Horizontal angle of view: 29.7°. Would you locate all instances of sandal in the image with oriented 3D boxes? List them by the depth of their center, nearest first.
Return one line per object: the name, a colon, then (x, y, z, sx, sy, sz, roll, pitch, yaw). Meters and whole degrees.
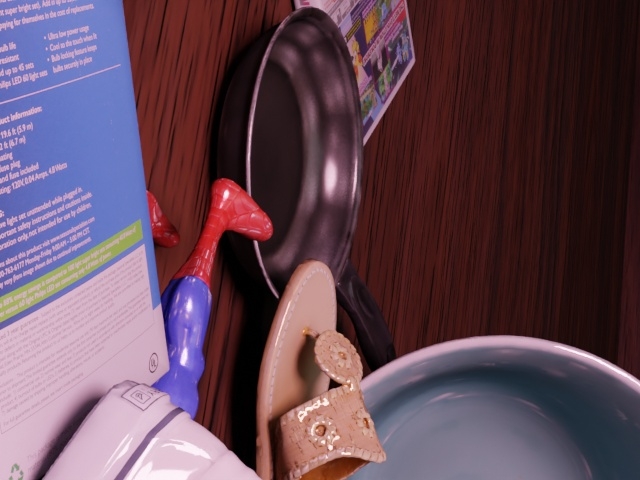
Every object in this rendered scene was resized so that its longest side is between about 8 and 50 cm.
sandal: (0.002, 0.136, 0.743, 0.088, 0.079, 0.240, 25, 79, -62)

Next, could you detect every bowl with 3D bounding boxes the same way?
bowl: (0.122, 0.213, 0.882, 0.163, 0.311, 0.311, -51, 142, -87)

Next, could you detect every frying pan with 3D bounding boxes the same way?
frying pan: (0.005, -0.028, 0.840, 0.326, 0.053, 0.197, 49, 48, -62)

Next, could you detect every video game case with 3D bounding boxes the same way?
video game case: (0.028, -0.181, 0.933, 0.201, 0.023, 0.183, -60, 144, -53)

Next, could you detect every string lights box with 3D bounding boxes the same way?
string lights box: (-0.132, -0.048, 0.455, 0.133, 0.077, 0.259, -39, 127, -64)

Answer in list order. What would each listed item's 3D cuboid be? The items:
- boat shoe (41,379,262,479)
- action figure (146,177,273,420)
boat shoe: (-0.103, 0.160, 0.428, 0.226, 0.076, 0.083, -58, 170, -8)
action figure: (-0.078, 0.121, 0.578, 0.139, 0.091, 0.280, 56, 39, -42)
